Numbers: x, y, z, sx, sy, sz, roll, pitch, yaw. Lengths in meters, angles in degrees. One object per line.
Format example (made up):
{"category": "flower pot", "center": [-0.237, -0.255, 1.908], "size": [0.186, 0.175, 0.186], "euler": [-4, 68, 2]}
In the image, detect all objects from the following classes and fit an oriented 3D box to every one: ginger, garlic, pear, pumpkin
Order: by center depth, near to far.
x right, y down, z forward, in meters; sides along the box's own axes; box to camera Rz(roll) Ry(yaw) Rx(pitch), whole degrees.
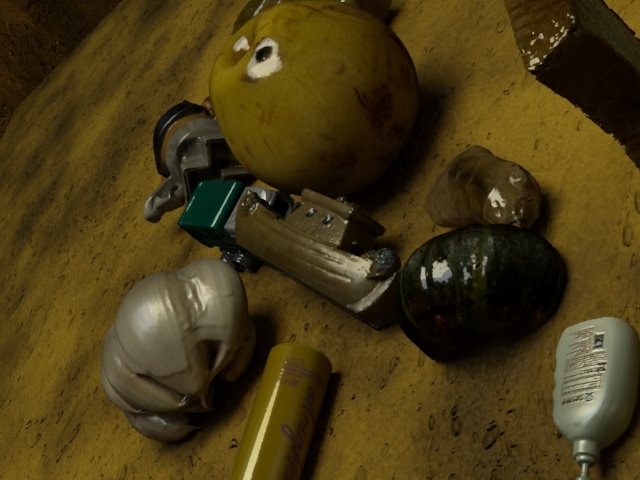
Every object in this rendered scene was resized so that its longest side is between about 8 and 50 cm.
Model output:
{"category": "pumpkin", "center": [0.141, 0.044, 1.042], "size": [0.183, 0.107, 0.119], "euler": [-30, 40, 36]}
{"category": "ginger", "center": [0.176, -0.049, 1.138], "size": [0.095, 0.069, 0.190], "euler": [-57, 27, -3]}
{"category": "pear", "center": [-0.006, -0.190, 1.388], "size": [0.280, 0.280, 0.281], "euler": [-39, 30, 28]}
{"category": "garlic", "center": [-0.199, 0.150, 1.394], "size": [0.281, 0.184, 0.203], "euler": [-43, 48, 19]}

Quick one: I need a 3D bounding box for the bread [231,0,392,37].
{"category": "bread", "center": [-0.028, -0.342, 1.695], "size": [0.252, 0.238, 0.196], "euler": [-51, -14, -2]}

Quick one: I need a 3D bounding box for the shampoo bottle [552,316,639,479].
{"category": "shampoo bottle", "center": [0.225, 0.139, 0.862], "size": [0.077, 0.045, 0.152], "euler": [-24, 37, 42]}

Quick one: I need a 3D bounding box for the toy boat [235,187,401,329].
{"category": "toy boat", "center": [0.000, 0.000, 1.280], "size": [0.321, 0.089, 0.122], "euler": [29, 89, 48]}

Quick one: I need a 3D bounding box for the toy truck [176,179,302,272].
{"category": "toy truck", "center": [-0.113, -0.025, 1.528], "size": [0.253, 0.124, 0.114], "euler": [4, 64, 61]}

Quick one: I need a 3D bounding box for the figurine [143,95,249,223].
{"category": "figurine", "center": [-0.208, -0.157, 1.816], "size": [0.308, 0.143, 0.309], "euler": [-22, 36, 17]}

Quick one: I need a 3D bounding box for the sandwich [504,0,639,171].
{"category": "sandwich", "center": [0.264, -0.153, 0.956], "size": [0.065, 0.214, 0.186], "euler": [-41, 28, 26]}

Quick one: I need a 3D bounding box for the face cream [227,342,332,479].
{"category": "face cream", "center": [-0.057, 0.247, 1.155], "size": [0.078, 0.078, 0.273], "euler": [-23, 39, 46]}
